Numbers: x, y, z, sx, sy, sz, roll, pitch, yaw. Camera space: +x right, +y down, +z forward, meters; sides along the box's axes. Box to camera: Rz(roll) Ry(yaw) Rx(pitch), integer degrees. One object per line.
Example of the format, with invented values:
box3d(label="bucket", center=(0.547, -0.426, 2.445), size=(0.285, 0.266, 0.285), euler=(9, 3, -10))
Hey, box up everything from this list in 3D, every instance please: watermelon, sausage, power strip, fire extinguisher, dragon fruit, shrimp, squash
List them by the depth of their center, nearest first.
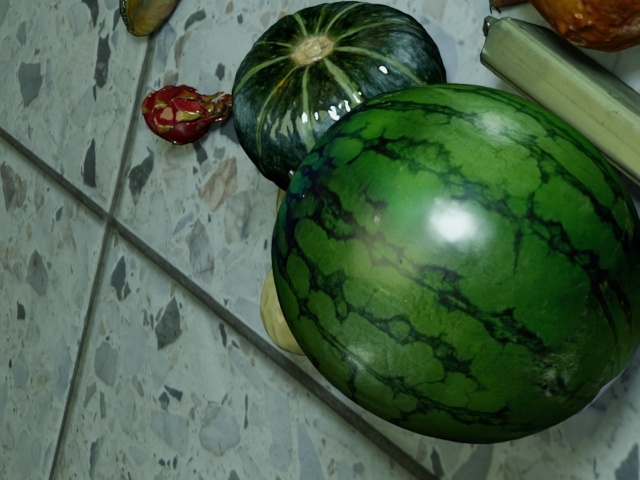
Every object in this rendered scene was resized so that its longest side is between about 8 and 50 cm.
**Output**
box3d(label="watermelon", center=(0.125, 0.019, 0.958), size=(0.363, 0.363, 0.363), euler=(-3, 86, 50))
box3d(label="sausage", center=(0.247, -0.294, 0.973), size=(0.268, 0.153, 0.141), euler=(60, 136, 33))
box3d(label="power strip", center=(0.273, -0.118, 0.983), size=(0.387, 0.092, 0.066), euler=(51, 122, 38))
box3d(label="fire extinguisher", center=(0.214, -0.265, 1.114), size=(0.083, 0.022, 0.028), euler=(0, 119, 50))
box3d(label="squash", center=(0.019, -0.162, 1.173), size=(0.252, 0.165, 0.252), euler=(-14, 49, 16))
box3d(label="dragon fruit", center=(-0.189, -0.188, 1.546), size=(0.190, 0.094, 0.094), euler=(6, 93, 33))
box3d(label="shrimp", center=(-0.262, -0.430, 1.638), size=(0.262, 0.066, 0.117), euler=(-42, 76, 39))

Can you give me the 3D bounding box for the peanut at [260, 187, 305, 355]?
box3d(label="peanut", center=(0.000, 0.000, 1.278), size=(0.130, 0.130, 0.290), euler=(5, 86, 50))
